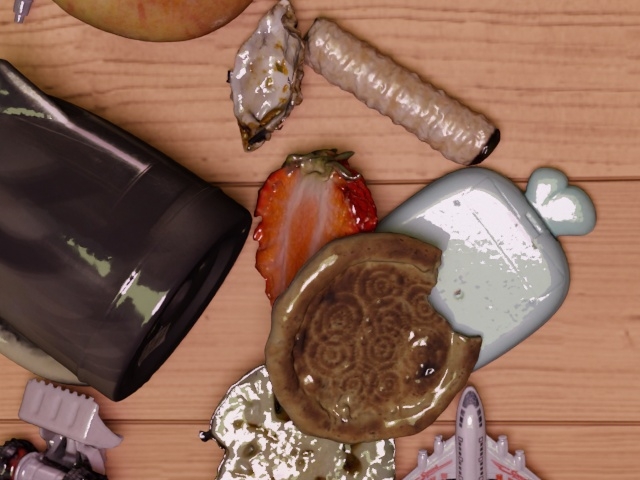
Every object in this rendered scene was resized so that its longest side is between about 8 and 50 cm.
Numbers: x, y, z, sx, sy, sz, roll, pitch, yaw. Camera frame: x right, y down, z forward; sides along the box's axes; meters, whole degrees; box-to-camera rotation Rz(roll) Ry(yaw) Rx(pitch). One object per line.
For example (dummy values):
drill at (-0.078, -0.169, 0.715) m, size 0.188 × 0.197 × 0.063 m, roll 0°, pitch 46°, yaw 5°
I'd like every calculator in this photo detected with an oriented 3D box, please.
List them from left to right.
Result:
calculator at (0.140, 0.034, 1.416) m, size 0.295 × 0.042 × 0.184 m, roll -37°, pitch 92°, yaw 11°

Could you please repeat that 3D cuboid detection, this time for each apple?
apple at (-0.149, -0.309, 1.328) m, size 0.261 × 0.194 × 0.260 m, roll 0°, pitch 97°, yaw 4°

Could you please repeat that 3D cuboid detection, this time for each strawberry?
strawberry at (0.000, 0.000, 1.394) m, size 0.082 × 0.146 × 0.187 m, roll 9°, pitch 99°, yaw -37°

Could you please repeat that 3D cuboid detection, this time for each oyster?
oyster at (-0.047, -0.156, 1.402) m, size 0.148 × 0.051 × 0.103 m, roll -56°, pitch 46°, yaw 27°

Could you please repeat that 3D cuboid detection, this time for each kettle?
kettle at (-0.276, 0.001, 1.391) m, size 0.324 × 0.228 × 0.321 m, roll 35°, pitch 131°, yaw 6°

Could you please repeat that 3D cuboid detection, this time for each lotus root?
lotus root at (-0.024, 0.219, 1.443) m, size 0.204 × 0.078 × 0.183 m, roll 31°, pitch 86°, yaw -6°

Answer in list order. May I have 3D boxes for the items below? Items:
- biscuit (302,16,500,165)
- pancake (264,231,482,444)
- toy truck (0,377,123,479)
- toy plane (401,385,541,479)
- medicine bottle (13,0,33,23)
biscuit at (0.075, -0.144, 1.395) m, size 0.219 × 0.055 × 0.061 m, roll 34°, pitch 143°, yaw 0°
pancake at (0.049, 0.100, 1.365) m, size 0.212 × 0.029 × 0.235 m, roll -35°, pitch 118°, yaw -2°
toy truck at (-0.272, 0.290, 1.461) m, size 0.136 × 0.111 × 0.285 m, roll 13°, pitch 92°, yaw 35°
toy plane at (0.152, 0.228, 1.428) m, size 0.162 × 0.065 × 0.171 m, roll 0°, pitch 95°, yaw 7°
medicine bottle at (-0.278, -0.313, 1.410) m, size 0.058 × 0.057 × 0.199 m, roll 17°, pitch 100°, yaw 4°
